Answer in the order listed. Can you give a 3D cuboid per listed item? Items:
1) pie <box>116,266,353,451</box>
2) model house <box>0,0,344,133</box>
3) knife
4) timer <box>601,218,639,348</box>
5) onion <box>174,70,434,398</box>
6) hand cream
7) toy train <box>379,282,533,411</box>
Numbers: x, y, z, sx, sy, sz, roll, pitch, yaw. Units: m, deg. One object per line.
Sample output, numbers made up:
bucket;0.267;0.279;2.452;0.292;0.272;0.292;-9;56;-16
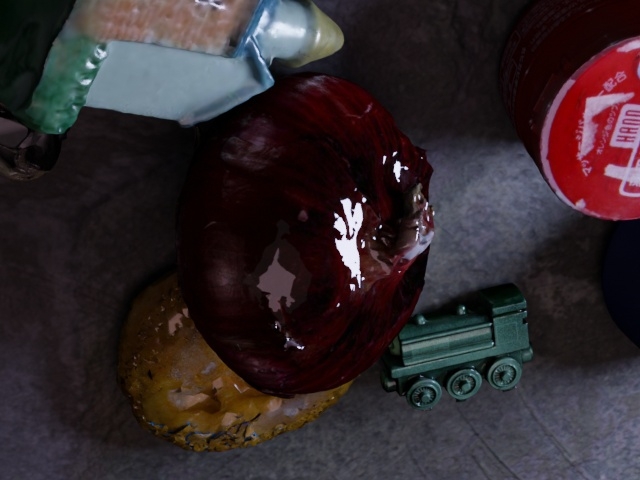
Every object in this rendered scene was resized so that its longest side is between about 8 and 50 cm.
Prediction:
pie;-0.084;0.124;2.078;0.273;0.069;0.273;-6;126;-9
model house;-0.123;-0.226;1.789;0.325;0.194;0.267;10;117;-39
knife;-0.387;-0.146;1.819;0.365;0.043;0.089;26;111;-29
timer;0.477;0.106;2.045;0.270;0.383;0.270;-9;125;-12
onion;0.000;0.000;1.882;0.314;0.232;0.314;-22;118;-52
hand cream;0.295;-0.147;1.967;0.230;0.149;0.230;-10;127;-13
toy train;0.145;0.114;2.145;0.170;0.071;0.111;-12;116;-8
